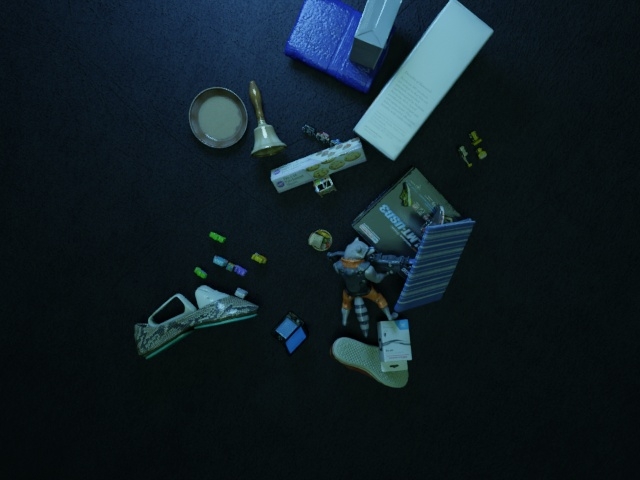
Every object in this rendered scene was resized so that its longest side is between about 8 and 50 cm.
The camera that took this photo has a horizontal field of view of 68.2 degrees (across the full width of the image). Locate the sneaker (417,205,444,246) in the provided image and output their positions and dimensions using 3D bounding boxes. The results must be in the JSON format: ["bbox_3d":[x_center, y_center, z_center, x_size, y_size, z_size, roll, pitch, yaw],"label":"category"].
[{"bbox_3d":[0.365,-0.043,1.572,0.065,0.061,0.158,17,101,5],"label":"sneaker"}]

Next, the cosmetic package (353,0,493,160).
[{"bbox_3d":[0.298,-0.477,1.463,0.161,0.230,0.453,37,100,-5],"label":"cosmetic package"}]

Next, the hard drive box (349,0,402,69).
[{"bbox_3d":[0.161,-0.624,1.369,0.089,0.232,0.181,21,97,-3],"label":"hard drive box"}]

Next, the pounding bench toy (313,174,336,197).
[{"bbox_3d":[0.006,-0.201,1.624,0.065,0.052,0.083,-25,68,8],"label":"pounding bench toy"}]

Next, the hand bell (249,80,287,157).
[{"bbox_3d":[-0.201,-0.411,1.575,0.126,0.126,0.242,-15,90,5],"label":"hand bell"}]

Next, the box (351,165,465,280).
[{"bbox_3d":[0.310,-0.054,1.637,0.293,0.073,0.295,-43,97,9],"label":"box"}]

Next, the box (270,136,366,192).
[{"bbox_3d":[-0.007,-0.252,1.587,0.324,0.063,0.067,-18,133,10],"label":"box"}]

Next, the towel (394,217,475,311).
[{"bbox_3d":[0.373,0.083,1.569,0.243,0.040,0.336,-10,127,-38],"label":"towel"}]

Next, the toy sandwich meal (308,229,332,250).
[{"bbox_3d":[0.000,0.000,1.680,0.086,0.029,0.085,0,102,2],"label":"toy sandwich meal"}]

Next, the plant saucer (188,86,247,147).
[{"bbox_3d":[-0.343,-0.414,1.601,0.199,0.036,0.198,1,103,3],"label":"plant saucer"}]

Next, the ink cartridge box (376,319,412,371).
[{"bbox_3d":[0.266,0.377,1.695,0.104,0.060,0.180,-3,79,-10],"label":"ink cartridge box"}]

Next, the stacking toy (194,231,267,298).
[{"bbox_3d":[-0.327,0.089,1.706,0.221,0.052,0.167,27,100,-2],"label":"stacking toy"}]

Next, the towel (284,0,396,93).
[{"bbox_3d":[0.062,-0.636,1.523,0.308,0.076,0.227,24,95,-3],"label":"towel"}]

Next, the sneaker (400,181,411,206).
[{"bbox_3d":[0.280,-0.151,1.567,0.035,0.031,0.083,-9,100,5],"label":"sneaker"}]

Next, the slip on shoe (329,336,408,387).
[{"bbox_3d":[0.180,0.448,1.743,0.331,0.101,0.123,26,67,-15],"label":"slip on shoe"}]

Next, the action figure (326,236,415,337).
[{"bbox_3d":[0.173,0.146,1.599,0.341,0.178,0.330,-4,117,26],"label":"action figure"}]

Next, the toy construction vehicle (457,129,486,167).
[{"bbox_3d":[0.507,-0.308,1.595,0.086,0.035,0.098,-36,101,-2],"label":"toy construction vehicle"}]

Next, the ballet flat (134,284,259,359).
[{"bbox_3d":[-0.467,0.269,1.706,0.483,0.164,0.182,-23,85,9],"label":"ballet flat"}]

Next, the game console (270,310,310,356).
[{"bbox_3d":[-0.113,0.343,1.739,0.107,0.071,0.122,41,100,-7],"label":"game console"}]

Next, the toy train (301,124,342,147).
[{"bbox_3d":[0.011,-0.350,1.606,0.158,0.027,0.036,28,91,-3],"label":"toy train"}]
